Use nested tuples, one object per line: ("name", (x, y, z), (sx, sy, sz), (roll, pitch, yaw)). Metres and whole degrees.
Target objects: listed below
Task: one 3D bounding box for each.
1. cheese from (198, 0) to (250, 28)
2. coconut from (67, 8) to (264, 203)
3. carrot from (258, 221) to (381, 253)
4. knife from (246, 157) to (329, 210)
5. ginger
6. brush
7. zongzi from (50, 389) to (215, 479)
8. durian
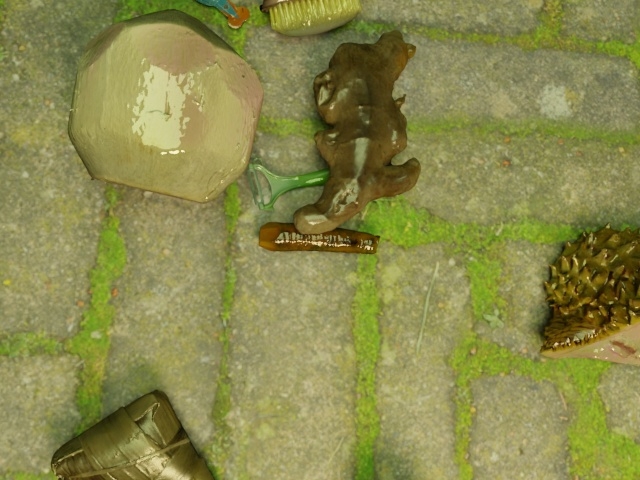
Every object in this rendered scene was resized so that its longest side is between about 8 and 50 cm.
("cheese", (-0.152, -0.352, 0.941), (0.111, 0.017, 0.047), (41, 80, -1))
("coconut", (-0.185, -0.169, 0.806), (0.227, 0.227, 0.230), (13, 89, -7))
("carrot", (0.000, 0.000, 0.900), (0.171, 0.042, 0.042), (5, 80, -11))
("knife", (-0.019, -0.090, 0.918), (0.166, 0.022, 0.078), (-12, 83, -17))
("ginger", (0.065, -0.160, 0.905), (0.166, 0.080, 0.332), (8, 70, -3))
("brush", (0.064, -0.358, 0.962), (0.313, 0.072, 0.067), (-18, 107, -15))
("zongzi", (-0.224, 0.294, 0.802), (0.160, 0.078, 0.176), (-30, 95, -6))
("durian", (0.454, 0.066, 0.940), (0.305, 0.185, 0.195), (0, 58, -1))
